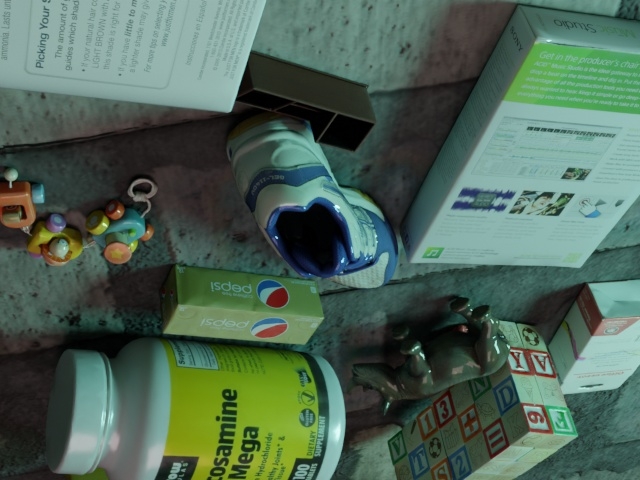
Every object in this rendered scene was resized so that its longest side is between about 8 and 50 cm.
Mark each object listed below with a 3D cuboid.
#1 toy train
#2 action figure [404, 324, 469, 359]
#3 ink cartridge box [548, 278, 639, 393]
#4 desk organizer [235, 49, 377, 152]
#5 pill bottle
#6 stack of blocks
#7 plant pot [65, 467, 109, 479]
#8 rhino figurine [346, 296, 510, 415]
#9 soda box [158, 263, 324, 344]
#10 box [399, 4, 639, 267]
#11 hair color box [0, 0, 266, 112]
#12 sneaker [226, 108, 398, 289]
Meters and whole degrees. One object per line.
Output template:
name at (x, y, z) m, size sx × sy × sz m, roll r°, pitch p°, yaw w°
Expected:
toy train at (-0.245, -0.016, 0.881) m, size 0.166 × 0.046 × 0.125 m, roll -2°, pitch 142°, yaw -14°
action figure at (0.173, 0.146, 1.232) m, size 0.115 × 0.030 × 0.038 m, roll -33°, pitch 134°, yaw 21°
ink cartridge box at (0.401, 0.140, 1.258) m, size 0.115 × 0.067 × 0.198 m, roll -2°, pitch 140°, yaw -13°
desk organizer at (-0.016, -0.124, 0.804) m, size 0.130 × 0.050 × 0.047 m, roll 11°, pitch 137°, yaw -28°
pill bottle at (-0.154, 0.219, 1.093) m, size 0.334 × 0.188 × 0.188 m, roll 9°, pitch 138°, yaw -26°
stack of blocks at (0.217, 0.267, 1.281) m, size 0.087 × 0.171 × 0.297 m, roll 11°, pitch 138°, yaw -28°
plant pot at (-0.259, 0.443, 1.356) m, size 0.212 × 0.187 × 0.212 m, roll -10°, pitch 144°, yaw -3°
rhino figurine at (0.139, 0.164, 1.183) m, size 0.243 × 0.073 × 0.106 m, roll -27°, pitch 116°, yaw 20°
soda box at (-0.092, 0.077, 1.037) m, size 0.181 × 0.058 × 0.061 m, roll 7°, pitch 139°, yaw -26°
box at (0.244, -0.089, 0.925) m, size 0.232 × 0.058 × 0.322 m, roll 2°, pitch 142°, yaw -19°
hair color box at (-0.213, -0.198, 0.604) m, size 0.347 × 0.105 × 0.174 m, roll 3°, pitch 140°, yaw -21°
sneaker at (0.000, 0.000, 0.906) m, size 0.112 × 0.131 × 0.296 m, roll -28°, pitch 142°, yaw 16°
